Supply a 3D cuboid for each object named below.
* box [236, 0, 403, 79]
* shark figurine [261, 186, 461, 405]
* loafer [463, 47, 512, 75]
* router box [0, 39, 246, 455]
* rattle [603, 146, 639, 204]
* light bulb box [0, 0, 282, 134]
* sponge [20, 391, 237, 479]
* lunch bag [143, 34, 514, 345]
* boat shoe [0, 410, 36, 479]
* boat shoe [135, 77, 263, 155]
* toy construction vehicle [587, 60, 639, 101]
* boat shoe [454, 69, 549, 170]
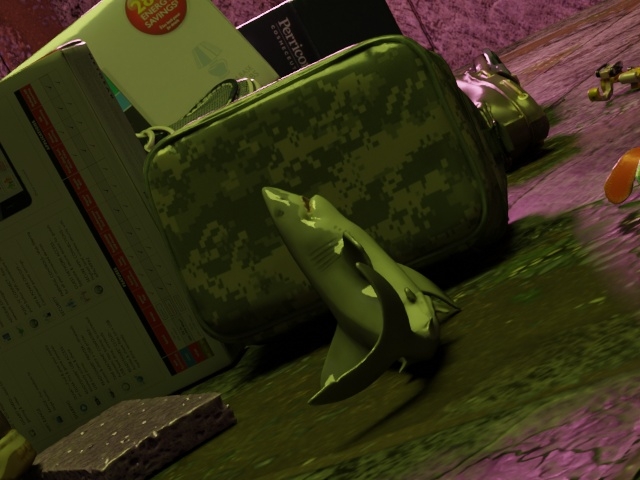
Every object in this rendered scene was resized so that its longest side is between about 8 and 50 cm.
[{"bbox_3d":[-0.058,-0.172,2.528,0.395,0.293,0.212,-23,8,39],"label":"box"},{"bbox_3d":[0.031,0.069,1.263,0.116,0.166,0.278,-52,22,8],"label":"shark figurine"},{"bbox_3d":[0.224,-0.193,2.402,0.095,0.109,0.302,-31,9,6],"label":"loafer"},{"bbox_3d":[-0.282,0.026,1.677,0.301,0.335,0.082,-26,7,13],"label":"router box"},{"bbox_3d":[0.305,-0.134,1.447,0.200,0.142,0.130,-22,24,-7],"label":"rattle"},{"bbox_3d":[-0.248,-0.110,2.216,0.358,0.225,0.361,-41,-11,-12],"label":"light bulb box"},{"bbox_3d":[-0.162,0.167,1.429,0.117,0.031,0.210,-32,9,-28],"label":"sponge"},{"bbox_3d":[0.018,-0.038,1.611,0.305,0.212,0.256,-25,-10,14],"label":"lunch bag"},{"bbox_3d":[-0.402,0.231,1.432,0.342,0.123,0.123,-35,6,0],"label":"boat shoe"},{"bbox_3d":[-0.187,-0.080,1.860,0.127,0.158,0.340,-10,42,50],"label":"boat shoe"},{"bbox_3d":[0.376,-0.197,2.127,0.086,0.035,0.098,-9,19,36],"label":"toy construction vehicle"},{"bbox_3d":[0.203,-0.150,2.098,0.097,0.116,0.324,-23,11,4],"label":"boat shoe"}]
